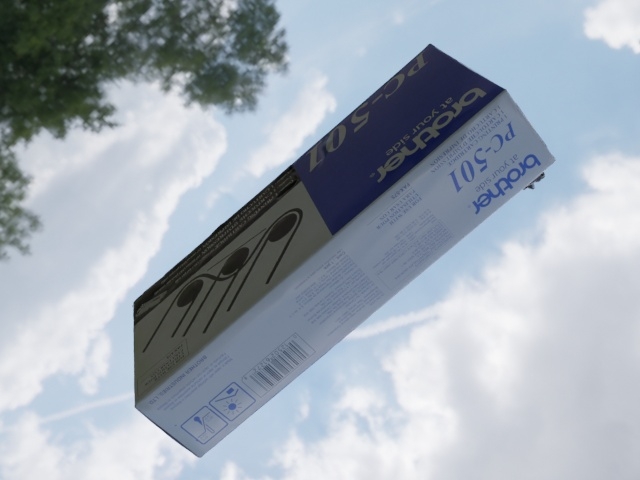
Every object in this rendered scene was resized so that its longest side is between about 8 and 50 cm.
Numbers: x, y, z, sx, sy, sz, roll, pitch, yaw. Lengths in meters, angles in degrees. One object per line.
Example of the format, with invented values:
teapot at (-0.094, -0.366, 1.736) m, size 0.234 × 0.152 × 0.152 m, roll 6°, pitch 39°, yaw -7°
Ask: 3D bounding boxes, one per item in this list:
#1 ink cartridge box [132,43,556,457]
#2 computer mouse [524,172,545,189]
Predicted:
ink cartridge box at (0.000, 0.000, 0.397) m, size 0.207 × 0.046 × 0.097 m, roll -40°, pitch -154°, yaw 7°
computer mouse at (0.216, -0.130, 1.271) m, size 0.060 × 0.262 × 0.184 m, roll -62°, pitch -139°, yaw 29°
